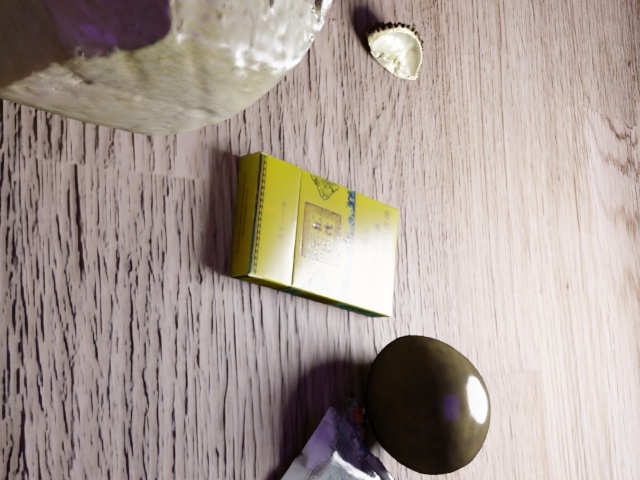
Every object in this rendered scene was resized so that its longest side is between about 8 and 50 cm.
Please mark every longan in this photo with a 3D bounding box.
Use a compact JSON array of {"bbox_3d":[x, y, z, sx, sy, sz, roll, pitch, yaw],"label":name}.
[{"bbox_3d":[0.138,0.208,1.299,0.204,0.159,0.185,-96,163,-74],"label":"longan"}]

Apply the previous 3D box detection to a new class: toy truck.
[{"bbox_3d":[0.042,0.245,1.275,0.032,0.024,0.083,24,65,-53],"label":"toy truck"}]

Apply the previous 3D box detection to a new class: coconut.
[{"bbox_3d":[-0.193,-0.278,0.834,0.415,0.415,0.344,22,111,-46],"label":"coconut"}]

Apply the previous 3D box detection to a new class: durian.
[{"bbox_3d":[0.115,-0.280,1.434,0.130,0.052,0.066,28,65,-44],"label":"durian"}]

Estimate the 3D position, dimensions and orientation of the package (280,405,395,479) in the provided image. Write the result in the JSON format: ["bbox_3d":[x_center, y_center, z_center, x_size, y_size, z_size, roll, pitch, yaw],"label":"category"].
[{"bbox_3d":[0.012,0.319,1.217,0.173,0.027,0.171,-51,124,-26],"label":"package"}]

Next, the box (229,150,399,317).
[{"bbox_3d":[0.001,0.000,1.262,0.279,0.041,0.153,20,70,-47],"label":"box"}]
